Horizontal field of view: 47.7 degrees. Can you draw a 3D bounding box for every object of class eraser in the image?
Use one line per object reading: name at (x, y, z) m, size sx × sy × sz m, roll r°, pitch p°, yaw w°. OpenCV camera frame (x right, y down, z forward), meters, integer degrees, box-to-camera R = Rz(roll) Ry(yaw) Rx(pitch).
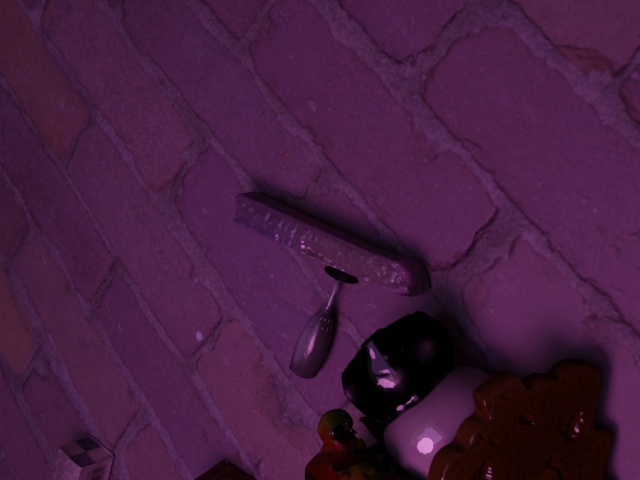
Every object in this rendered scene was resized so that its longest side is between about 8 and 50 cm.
eraser at (-0.581, 0.650, 1.678) m, size 0.096 × 0.098 × 0.404 m, roll 30°, pitch 111°, yaw 31°

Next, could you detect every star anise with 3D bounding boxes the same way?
star anise at (0.120, 0.323, 1.167) m, size 0.141 × 0.042 × 0.141 m, roll 8°, pitch 103°, yaw 38°

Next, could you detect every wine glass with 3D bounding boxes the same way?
wine glass at (0.003, 0.142, 1.223) m, size 0.066 × 0.066 × 0.198 m, roll 32°, pitch 112°, yaw 29°

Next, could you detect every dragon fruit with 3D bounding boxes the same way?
dragon fruit at (0.077, 0.387, 1.049) m, size 0.130 × 0.268 × 0.295 m, roll -40°, pitch 79°, yaw -9°

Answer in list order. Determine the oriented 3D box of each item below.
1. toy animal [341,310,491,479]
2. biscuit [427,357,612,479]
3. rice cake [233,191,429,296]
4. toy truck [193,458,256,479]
toy animal at (0.155, 0.237, 1.048) m, size 0.187 × 0.165 × 0.235 m, roll -43°, pitch 73°, yaw 7°
biscuit at (0.286, 0.311, 0.961) m, size 0.302 × 0.278 × 0.043 m, roll 64°, pitch 167°, yaw -10°
rice cake at (0.001, 0.000, 1.204) m, size 0.398 × 0.070 × 0.064 m, roll 23°, pitch 104°, yaw 31°
toy truck at (-0.184, 0.612, 1.369) m, size 0.184 × 0.133 × 0.339 m, roll 15°, pitch 102°, yaw 22°
